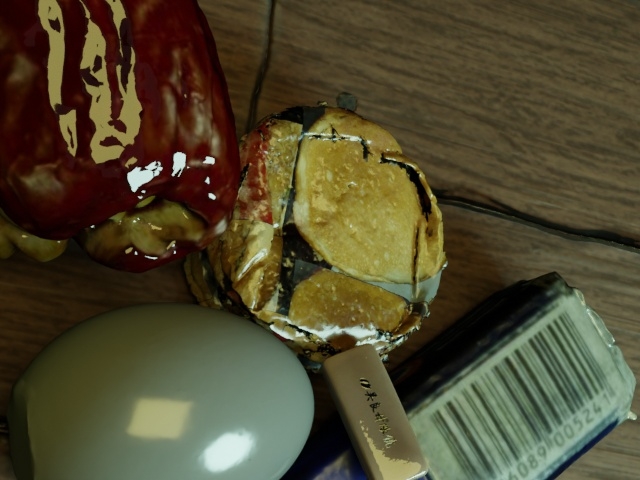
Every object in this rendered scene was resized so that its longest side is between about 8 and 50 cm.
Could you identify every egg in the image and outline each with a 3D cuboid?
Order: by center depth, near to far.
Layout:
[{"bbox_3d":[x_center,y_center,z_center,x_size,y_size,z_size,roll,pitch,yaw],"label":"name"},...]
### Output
[{"bbox_3d":[-0.114,0.132,1.006,0.232,0.176,0.176,-11,84,-29],"label":"egg"}]

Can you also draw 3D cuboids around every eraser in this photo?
[{"bbox_3d":[0.116,0.171,1.144,0.332,0.101,0.155,-34,94,-24],"label":"eraser"}]

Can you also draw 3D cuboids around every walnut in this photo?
[{"bbox_3d":[-0.194,-0.104,1.005,0.243,0.222,0.269,-21,72,4],"label":"walnut"}]

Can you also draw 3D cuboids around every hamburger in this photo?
[{"bbox_3d":[0.000,0.000,1.125,0.231,0.107,0.231,7,73,-26],"label":"hamburger"}]

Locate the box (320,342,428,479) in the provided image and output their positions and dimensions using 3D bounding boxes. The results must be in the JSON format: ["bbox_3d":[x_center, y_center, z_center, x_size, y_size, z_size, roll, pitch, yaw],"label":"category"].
[{"bbox_3d":[0.042,0.139,1.054,0.048,0.025,0.115,-17,72,-20],"label":"box"}]
